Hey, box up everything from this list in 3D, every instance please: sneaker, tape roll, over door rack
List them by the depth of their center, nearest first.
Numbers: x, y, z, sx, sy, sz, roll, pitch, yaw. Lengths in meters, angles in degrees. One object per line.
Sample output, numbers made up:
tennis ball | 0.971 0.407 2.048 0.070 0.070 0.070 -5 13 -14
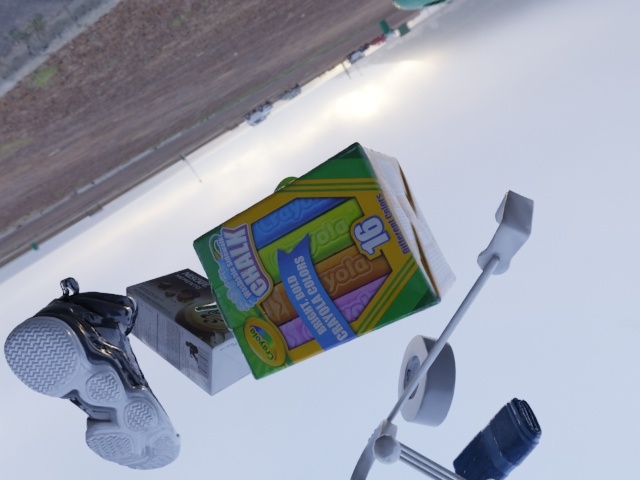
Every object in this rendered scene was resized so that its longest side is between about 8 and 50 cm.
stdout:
over door rack | 0.175 0.157 0.357 0.324 0.239 0.108 -68 170 25
sneaker | -0.260 0.165 0.598 0.101 0.268 0.153 -25 -152 8
tape roll | 0.267 0.356 1.182 0.219 0.072 0.219 -167 -90 -86

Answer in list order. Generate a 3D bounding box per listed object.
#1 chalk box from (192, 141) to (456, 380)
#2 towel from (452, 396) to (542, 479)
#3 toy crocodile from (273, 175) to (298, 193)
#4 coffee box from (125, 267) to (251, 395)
chalk box | -0.014 0.039 0.558 0.289 0.179 0.180 -29 174 21
towel | 0.199 0.238 0.520 0.119 0.029 0.067 -56 -176 19
toy crocodile | 0.000 0.000 0.904 0.105 0.115 0.340 -51 -134 17
coffee box | -0.262 0.180 0.992 0.297 0.119 0.168 22 -154 34
